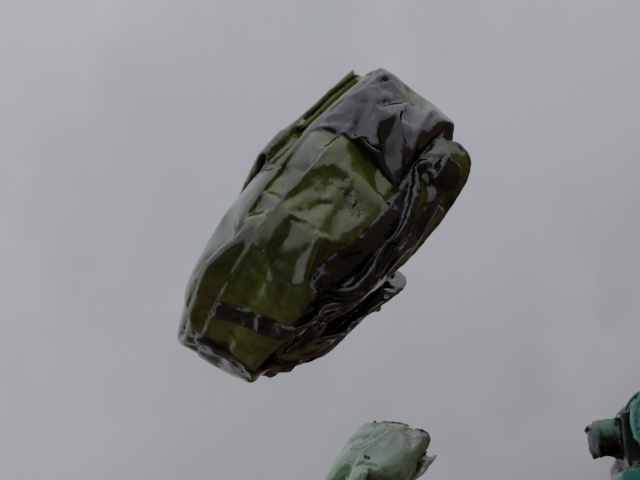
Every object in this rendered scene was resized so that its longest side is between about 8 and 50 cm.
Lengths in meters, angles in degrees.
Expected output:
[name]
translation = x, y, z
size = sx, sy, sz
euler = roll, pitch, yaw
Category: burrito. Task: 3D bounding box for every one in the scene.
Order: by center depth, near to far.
[burrito]
translation = 0.047, 0.201, 0.967
size = 0.118, 0.074, 0.044
euler = -35, -48, -54

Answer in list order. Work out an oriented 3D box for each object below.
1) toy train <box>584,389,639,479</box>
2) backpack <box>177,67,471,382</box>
[toy train]
translation = 0.329, 0.193, 0.928
size = 0.198, 0.154, 0.107
euler = -6, -14, 5
[backpack]
translation = 0.000, 0.000, 0.835
size = 0.253, 0.140, 0.207
euler = -48, -9, -39
